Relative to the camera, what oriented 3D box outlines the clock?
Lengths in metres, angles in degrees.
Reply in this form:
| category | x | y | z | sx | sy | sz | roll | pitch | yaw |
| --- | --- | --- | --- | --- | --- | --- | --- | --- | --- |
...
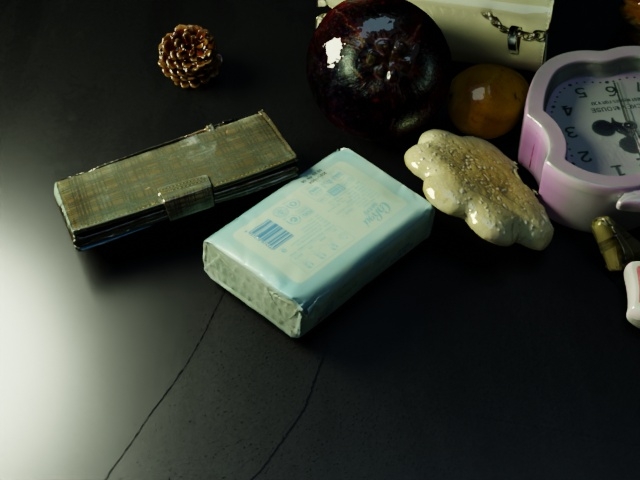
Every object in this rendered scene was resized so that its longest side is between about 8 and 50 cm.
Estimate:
| category | x | y | z | sx | sy | sz | roll | pitch | yaw |
| --- | --- | --- | --- | --- | --- | --- | --- | --- | --- |
| clock | 0.448 | -0.138 | 1.715 | 0.339 | 0.102 | 0.338 | 1 | 47 | -1 |

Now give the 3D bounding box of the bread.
| category | x | y | z | sx | sy | sz | roll | pitch | yaw |
| --- | --- | --- | --- | --- | --- | --- | --- | --- | --- |
| bread | 0.210 | -0.079 | 1.639 | 0.182 | 0.039 | 0.251 | 11 | 34 | -28 |

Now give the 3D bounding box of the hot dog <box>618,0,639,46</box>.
| category | x | y | z | sx | sy | sz | roll | pitch | yaw |
| --- | --- | --- | --- | --- | --- | --- | --- | --- | --- |
| hot dog | 0.606 | -0.371 | 1.937 | 0.272 | 0.122 | 0.196 | -32 | 57 | -34 |

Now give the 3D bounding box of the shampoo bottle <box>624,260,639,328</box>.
| category | x | y | z | sx | sy | sz | roll | pitch | yaw |
| --- | --- | --- | --- | --- | --- | --- | --- | --- | --- |
| shampoo bottle | 0.428 | 0.075 | 1.545 | 0.072 | 0.043 | 0.099 | 8 | 46 | 5 |

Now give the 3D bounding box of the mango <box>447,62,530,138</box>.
| category | x | y | z | sx | sy | sz | roll | pitch | yaw |
| --- | --- | --- | --- | --- | --- | --- | --- | --- | --- |
| mango | 0.251 | -0.213 | 1.781 | 0.115 | 0.089 | 0.165 | 45 | 49 | -2 |

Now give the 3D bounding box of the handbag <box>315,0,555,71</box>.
| category | x | y | z | sx | sy | sz | roll | pitch | yaw |
| --- | --- | --- | --- | --- | --- | --- | --- | --- | --- |
| handbag | 0.187 | -0.378 | 1.892 | 0.359 | 0.160 | 0.236 | 9 | 36 | 7 |

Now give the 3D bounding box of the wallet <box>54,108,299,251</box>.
| category | x | y | z | sx | sy | sz | roll | pitch | yaw |
| --- | --- | --- | --- | --- | --- | --- | --- | --- | --- |
| wallet | -0.198 | -0.084 | 1.628 | 0.317 | 0.044 | 0.169 | -20 | 36 | -11 |

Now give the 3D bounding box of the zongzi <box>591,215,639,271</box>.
| category | x | y | z | sx | sy | sz | roll | pitch | yaw |
| --- | --- | --- | --- | --- | --- | --- | --- | --- | --- |
| zongzi | 0.408 | -0.005 | 1.610 | 0.083 | 0.040 | 0.076 | -22 | 90 | -26 |

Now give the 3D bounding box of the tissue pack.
| category | x | y | z | sx | sy | sz | roll | pitch | yaw |
| --- | --- | --- | --- | --- | --- | --- | --- | --- | --- |
| tissue pack | 0.000 | 0.000 | 1.571 | 0.177 | 0.089 | 0.263 | 35 | 51 | 26 |

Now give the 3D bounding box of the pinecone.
| category | x | y | z | sx | sy | sz | roll | pitch | yaw |
| --- | --- | --- | --- | --- | --- | --- | --- | --- | --- |
| pinecone | -0.196 | -0.279 | 1.825 | 0.102 | 0.102 | 0.109 | -13 | 13 | -15 |

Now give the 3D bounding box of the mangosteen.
| category | x | y | z | sx | sy | sz | roll | pitch | yaw |
| --- | --- | --- | --- | --- | --- | --- | --- | --- | --- |
| mangosteen | 0.086 | -0.247 | 1.750 | 0.216 | 0.216 | 0.216 | 1 | 46 | -1 |
